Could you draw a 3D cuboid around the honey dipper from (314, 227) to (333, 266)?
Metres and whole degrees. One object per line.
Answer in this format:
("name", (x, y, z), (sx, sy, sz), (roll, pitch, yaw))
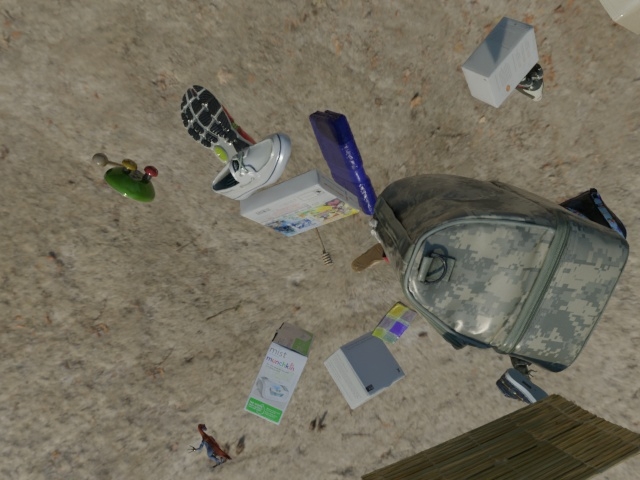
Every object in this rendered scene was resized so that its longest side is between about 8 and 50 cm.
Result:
("honey dipper", (0.000, 0.000, 1.538), (0.031, 0.030, 0.160), (-20, 79, 3))

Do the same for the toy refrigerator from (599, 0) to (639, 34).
("toy refrigerator", (0.531, -0.420, 0.835), (0.102, 0.270, 0.094), (-36, 81, 40))

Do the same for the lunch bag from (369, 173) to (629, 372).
("lunch bag", (0.212, 0.015, 0.722), (0.256, 0.305, 0.212), (19, 106, -7))

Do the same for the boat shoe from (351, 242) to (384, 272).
("boat shoe", (0.178, 0.046, 1.654), (0.170, 0.059, 0.063), (-28, 92, 11))

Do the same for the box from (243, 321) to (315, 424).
("box", (-0.125, 0.407, 1.605), (0.127, 0.262, 0.231), (24, 95, 3))

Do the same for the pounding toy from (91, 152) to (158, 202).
("pounding toy", (-0.662, -0.244, 1.777), (0.237, 0.183, 0.110), (41, 106, 20))

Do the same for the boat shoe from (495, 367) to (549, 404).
("boat shoe", (0.657, 0.496, 1.629), (0.183, 0.065, 0.083), (43, 136, 20))

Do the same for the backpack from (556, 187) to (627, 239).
("backpack", (0.724, -0.033, 1.377), (0.158, 0.117, 0.173), (-24, 65, -15))

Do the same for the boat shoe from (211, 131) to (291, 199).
("boat shoe", (-0.141, -0.136, 0.987), (0.076, 0.226, 0.083), (1, 65, -36))

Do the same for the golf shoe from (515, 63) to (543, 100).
("golf shoe", (0.613, -0.543, 1.610), (0.105, 0.120, 0.272), (-30, 49, 17))

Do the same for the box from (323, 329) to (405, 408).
("box", (0.143, 0.419, 1.655), (0.181, 0.181, 0.119), (57, 136, 20))

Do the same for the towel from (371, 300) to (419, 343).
("towel", (0.136, 0.149, 0.915), (0.060, 0.009, 0.083), (32, 105, -30))

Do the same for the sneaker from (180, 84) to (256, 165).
("sneaker", (-0.231, -0.252, 1.236), (0.107, 0.118, 0.279), (-38, 93, 12))

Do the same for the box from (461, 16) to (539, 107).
("box", (0.466, -0.459, 1.310), (0.170, 0.130, 0.091), (-49, 54, 1))

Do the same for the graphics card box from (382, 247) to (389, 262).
("graphics card box", (0.395, 0.048, 1.475), (0.371, 0.233, 0.094), (-8, 56, 38))

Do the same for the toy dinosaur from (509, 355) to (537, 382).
("toy dinosaur", (0.745, 0.430, 1.868), (0.118, 0.064, 0.268), (-27, 68, -1))

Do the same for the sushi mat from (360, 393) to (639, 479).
("sushi mat", (0.217, 0.265, 0.601), (0.317, 0.151, 0.019), (-14, 103, -19))

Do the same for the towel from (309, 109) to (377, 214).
("towel", (0.079, -0.238, 1.497), (0.076, 0.228, 0.308), (-30, 115, -11))

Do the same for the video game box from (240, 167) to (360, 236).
("video game box", (-0.043, -0.079, 1.146), (0.205, 0.187, 0.048), (-18, 64, 26))

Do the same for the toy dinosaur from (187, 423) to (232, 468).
("toy dinosaur", (-0.197, 0.369, 0.926), (0.090, 0.047, 0.082), (-32, 73, 25))
